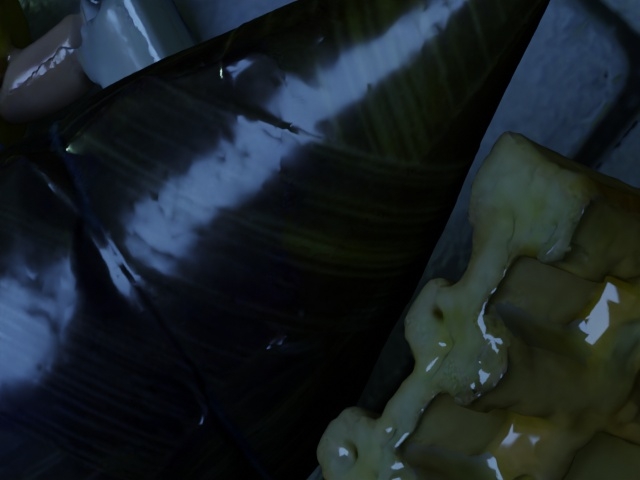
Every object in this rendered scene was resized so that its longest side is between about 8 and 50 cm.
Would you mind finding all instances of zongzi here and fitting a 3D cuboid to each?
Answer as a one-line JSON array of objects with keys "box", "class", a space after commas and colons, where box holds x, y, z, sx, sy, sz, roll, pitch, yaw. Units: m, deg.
[{"box": [0.000, 0.000, 0.941, 0.432, 0.403, 0.208, -35, 74, 15], "class": "zongzi"}]

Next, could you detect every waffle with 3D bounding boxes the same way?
[{"box": [0.127, 0.142, 0.875, 0.348, 0.304, 0.077, -57, 35, 17], "class": "waffle"}]

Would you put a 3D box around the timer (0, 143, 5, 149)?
[{"box": [-0.332, 0.110, 1.209, 0.270, 0.270, 0.383, 62, 146, 23], "class": "timer"}]

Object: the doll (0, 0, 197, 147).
[{"box": [-0.258, -0.107, 1.261, 0.348, 0.161, 0.423, 47, 121, 12], "class": "doll"}]
